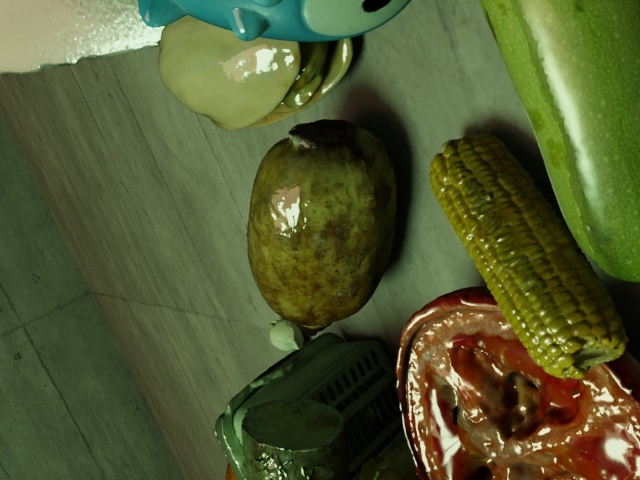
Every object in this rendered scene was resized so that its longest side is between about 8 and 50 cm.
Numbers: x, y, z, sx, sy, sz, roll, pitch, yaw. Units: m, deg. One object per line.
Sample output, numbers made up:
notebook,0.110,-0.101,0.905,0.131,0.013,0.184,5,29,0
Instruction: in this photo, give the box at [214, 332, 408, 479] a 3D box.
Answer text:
box,0.019,0.273,0.769,0.166,0.220,0.291,-23,94,47

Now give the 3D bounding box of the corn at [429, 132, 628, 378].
corn,0.135,0.000,0.443,0.068,0.068,0.207,98,156,-48

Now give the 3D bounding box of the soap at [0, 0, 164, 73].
soap,-0.384,-0.311,0.861,0.302,0.257,0.159,21,131,50

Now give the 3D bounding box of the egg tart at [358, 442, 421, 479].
egg tart,0.136,0.312,0.569,0.288,0.288,0.118,39,105,35

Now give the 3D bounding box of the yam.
yam,-0.019,0.248,0.597,0.107,0.107,0.183,-9,85,60

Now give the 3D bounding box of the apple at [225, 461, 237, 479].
apple,-0.059,0.380,1.025,0.196,0.196,0.196,39,145,35

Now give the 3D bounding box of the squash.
squash,0.136,-0.127,0.353,0.094,0.094,0.341,-5,110,60

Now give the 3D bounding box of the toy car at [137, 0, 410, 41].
toy car,-0.044,-0.218,0.407,0.255,0.190,0.188,17,145,-4

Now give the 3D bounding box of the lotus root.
lotus root,0.000,0.000,0.627,0.128,0.145,0.260,46,146,39

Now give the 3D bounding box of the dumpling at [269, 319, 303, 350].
dumpling,-0.046,0.146,0.947,0.077,0.043,0.059,-2,131,42

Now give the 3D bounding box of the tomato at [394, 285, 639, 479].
tomato,0.166,0.141,0.513,0.228,0.101,0.228,9,103,45

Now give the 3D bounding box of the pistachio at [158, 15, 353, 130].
pistachio,-0.071,-0.177,0.603,0.215,0.144,0.144,2,117,46
